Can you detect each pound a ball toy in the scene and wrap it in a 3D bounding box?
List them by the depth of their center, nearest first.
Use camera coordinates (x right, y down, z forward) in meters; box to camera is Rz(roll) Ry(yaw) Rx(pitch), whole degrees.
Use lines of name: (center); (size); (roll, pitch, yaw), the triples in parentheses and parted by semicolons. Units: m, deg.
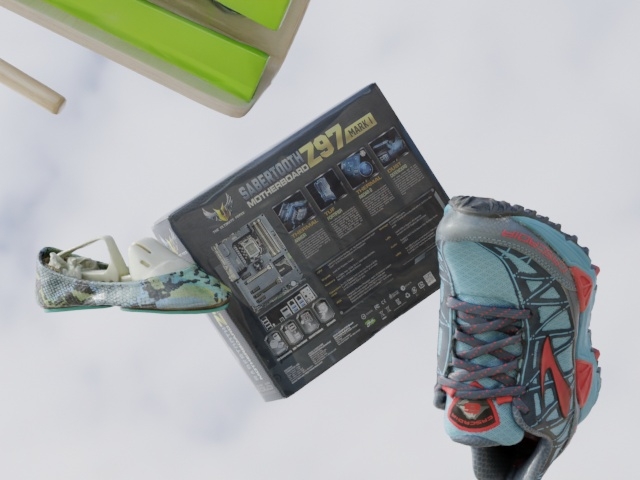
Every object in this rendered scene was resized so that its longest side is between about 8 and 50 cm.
pound a ball toy: (-0.177, -0.202, 1.402); (0.208, 0.319, 0.136); (-66, -4, 32)

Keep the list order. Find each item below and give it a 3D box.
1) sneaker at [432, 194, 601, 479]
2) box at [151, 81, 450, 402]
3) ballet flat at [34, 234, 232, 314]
sneaker: (0.130, 0.081, 1.227); (0.125, 0.104, 0.262); (-60, -35, -31)
box: (0.000, 0.000, 1.543); (0.232, 0.183, 0.059); (-35, 5, -23)
ballet flat: (-0.159, 0.027, 1.466); (0.188, 0.070, 0.070); (-2, -20, 28)
